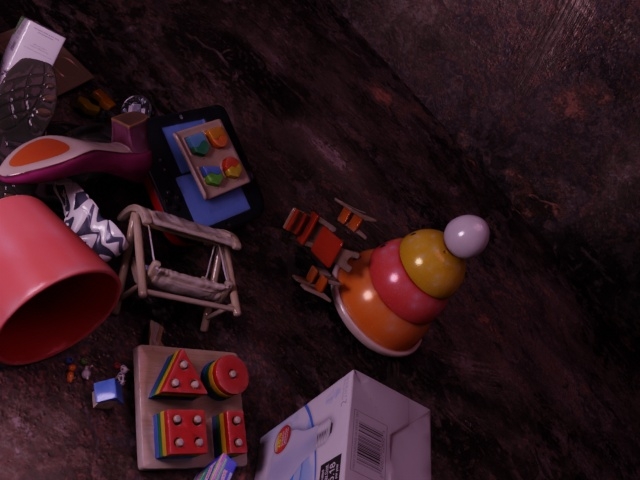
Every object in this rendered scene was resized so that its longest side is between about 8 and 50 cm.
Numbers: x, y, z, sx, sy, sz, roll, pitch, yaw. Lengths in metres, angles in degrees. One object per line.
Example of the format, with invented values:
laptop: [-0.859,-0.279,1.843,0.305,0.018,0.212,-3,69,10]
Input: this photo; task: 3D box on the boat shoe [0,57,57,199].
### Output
boat shoe: [-0.658,-0.234,1.700,0.122,0.120,0.324,14,80,-24]

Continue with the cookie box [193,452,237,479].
cookie box: [-0.225,0.494,1.577,0.040,0.107,0.092,40,35,-11]

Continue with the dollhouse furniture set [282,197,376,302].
dollhouse furniture set: [0.000,0.000,2.191,0.135,0.262,0.259,26,7,-26]

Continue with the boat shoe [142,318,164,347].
boat shoe: [-0.367,0.235,1.721,0.045,0.050,0.135,21,43,-25]

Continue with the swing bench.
swing bench: [-0.326,0.053,1.793,0.253,0.165,0.255,16,61,-35]

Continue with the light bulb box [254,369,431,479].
light bulb box: [0.032,0.526,1.604,0.225,0.361,0.358,32,38,-20]

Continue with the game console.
game console: [-0.318,-0.180,2.070,0.386,0.060,0.342,-26,99,-55]

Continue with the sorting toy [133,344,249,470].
sorting toy: [-0.257,0.347,1.657,0.257,0.089,0.256,12,60,-40]

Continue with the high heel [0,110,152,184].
high heel: [-0.515,-0.145,1.695,0.127,0.181,0.377,31,41,31]

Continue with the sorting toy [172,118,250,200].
sorting toy: [-0.281,-0.220,2.070,0.208,0.038,0.193,-31,96,-54]

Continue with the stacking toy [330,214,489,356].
stacking toy: [0.293,0.081,2.202,0.350,0.480,0.351,29,39,-27]

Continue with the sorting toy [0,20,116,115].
sorting toy: [-0.690,-0.428,2.020,0.307,0.041,0.229,45,31,-6]

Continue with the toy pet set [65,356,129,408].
toy pet set: [-0.443,0.279,1.583,0.122,0.065,0.114,13,48,-39]

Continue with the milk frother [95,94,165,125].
milk frother: [-0.499,-0.313,2.069,0.143,0.129,0.135,19,-7,11]

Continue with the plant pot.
plant pot: [-0.562,0.062,1.512,0.275,0.275,0.243,-13,57,-51]

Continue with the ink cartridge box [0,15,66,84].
ink cartridge box: [-0.684,-0.393,1.794,0.092,0.220,0.160,24,7,-31]

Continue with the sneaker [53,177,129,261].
sneaker: [-0.548,-0.022,1.708,0.153,0.094,0.235,-41,79,-18]

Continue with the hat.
hat: [-0.552,-0.200,1.864,0.331,0.134,0.331,28,40,-27]
